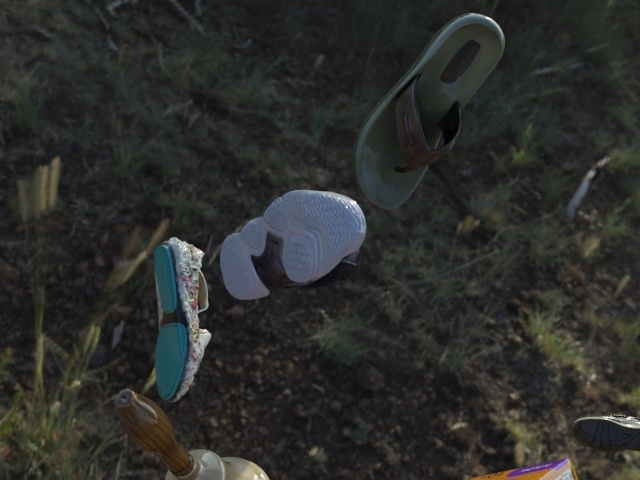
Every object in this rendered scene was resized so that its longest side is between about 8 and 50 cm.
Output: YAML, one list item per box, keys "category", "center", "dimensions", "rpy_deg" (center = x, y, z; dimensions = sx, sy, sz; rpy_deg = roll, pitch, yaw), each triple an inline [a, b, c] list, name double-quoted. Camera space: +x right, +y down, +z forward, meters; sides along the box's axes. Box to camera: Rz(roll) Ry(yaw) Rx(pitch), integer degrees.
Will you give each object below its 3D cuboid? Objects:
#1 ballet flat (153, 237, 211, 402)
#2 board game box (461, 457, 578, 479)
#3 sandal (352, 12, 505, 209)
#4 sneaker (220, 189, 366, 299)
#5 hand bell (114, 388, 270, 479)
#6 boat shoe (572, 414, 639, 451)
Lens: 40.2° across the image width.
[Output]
- category: "ballet flat"
  center: [-0.198, 0.115, 1.290]
  dimensions: [0.077, 0.091, 0.241]
  rpy_deg: [3, 84, -43]
- category: "board game box"
  center: [0.123, 0.500, 0.992]
  dimensions: [0.356, 0.356, 0.356]
  rpy_deg: [-11, 78, -50]
- category: "sandal"
  center: [0.144, -0.169, 1.193]
  dimensions: [0.120, 0.302, 0.086]
  rpy_deg: [20, 27, -24]
- category: "sneaker"
  center: [0.000, 0.000, 1.041]
  dimensions: [0.153, 0.269, 0.101]
  rpy_deg: [-9, 81, -37]
- category: "hand bell"
  center: [-0.143, 0.217, 0.874]
  dimensions: [0.126, 0.242, 0.126]
  rpy_deg: [-11, 46, 12]
- category: "boat shoe"
  center: [0.477, 0.309, 1.408]
  dimensions: [0.152, 0.056, 0.049]
  rpy_deg: [9, 10, 0]
